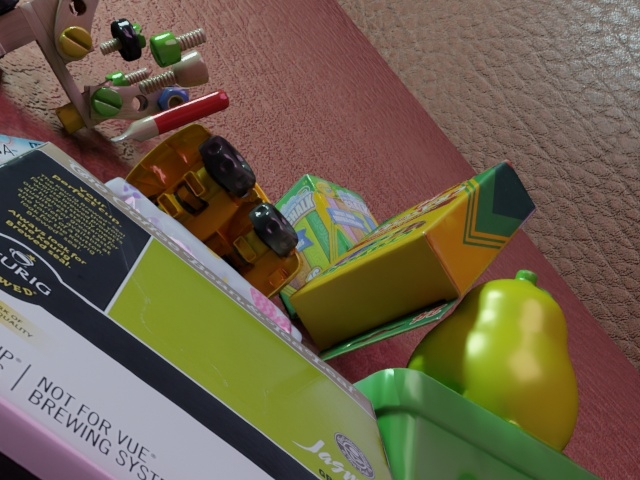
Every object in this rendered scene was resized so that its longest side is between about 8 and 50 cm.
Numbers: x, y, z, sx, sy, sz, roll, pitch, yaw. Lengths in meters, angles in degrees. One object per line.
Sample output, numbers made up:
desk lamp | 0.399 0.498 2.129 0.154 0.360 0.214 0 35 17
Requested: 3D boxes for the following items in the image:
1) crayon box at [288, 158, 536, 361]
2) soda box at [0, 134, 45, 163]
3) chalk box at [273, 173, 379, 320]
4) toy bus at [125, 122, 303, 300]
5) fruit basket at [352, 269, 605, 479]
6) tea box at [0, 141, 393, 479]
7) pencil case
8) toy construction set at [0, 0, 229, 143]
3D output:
crayon box | 0.103 0.022 0.902 0.081 0.202 0.318 59 37 -4
soda box | -0.344 -0.068 0.759 0.183 0.058 0.063 6 44 -57
chalk box | 0.000 0.000 1.127 0.132 0.132 0.213 17 35 -49
toy bus | -0.111 -0.013 0.979 0.220 0.149 0.211 52 8 10
fruit basket | 0.134 0.218 0.789 0.392 0.283 0.392 29 43 -31
tea box | -0.137 0.143 0.471 0.329 0.220 0.323 40 10 -11
pencil case | -0.149 0.061 0.804 0.273 0.113 0.124 43 67 -7
toy construction set | -0.284 -0.202 0.936 0.237 0.258 0.309 -27 46 -21
